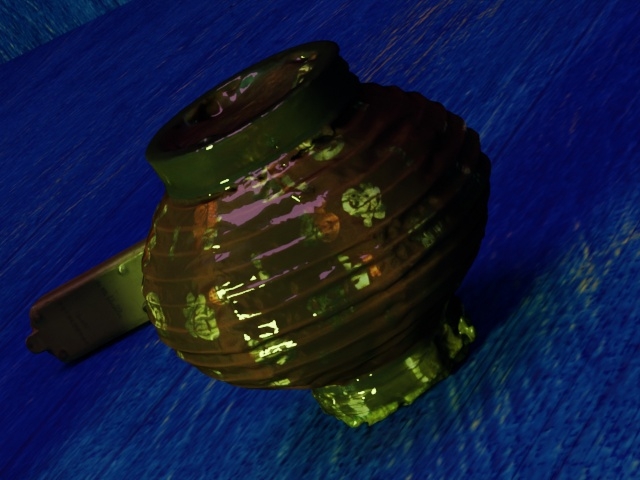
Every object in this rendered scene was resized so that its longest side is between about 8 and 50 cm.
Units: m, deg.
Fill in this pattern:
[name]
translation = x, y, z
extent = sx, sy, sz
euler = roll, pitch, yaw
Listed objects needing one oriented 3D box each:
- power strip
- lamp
[power strip]
translation = -0.132, 0.023, 1.642
extent = 0.305, 0.064, 0.044
euler = -28, 12, 20
[lamp]
translation = 0.000, 0.000, 1.202
extent = 0.247, 0.247, 0.247
euler = -31, 18, 11
